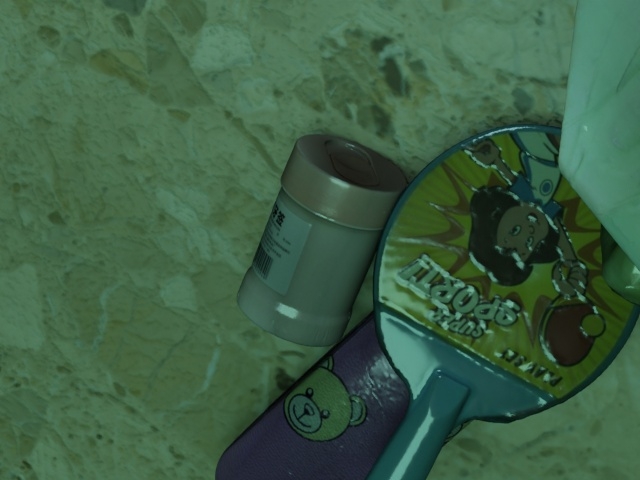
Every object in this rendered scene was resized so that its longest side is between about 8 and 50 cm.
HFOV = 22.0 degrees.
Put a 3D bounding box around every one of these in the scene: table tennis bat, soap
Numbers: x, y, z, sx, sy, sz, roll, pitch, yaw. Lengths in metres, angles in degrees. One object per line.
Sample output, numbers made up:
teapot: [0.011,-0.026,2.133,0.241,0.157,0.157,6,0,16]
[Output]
table tennis bat: [0.131,0.063,1.307,0.215,0.044,0.329,29,91,-5]
soap: [0.254,-0.039,0.945,0.289,0.095,0.173,54,130,15]

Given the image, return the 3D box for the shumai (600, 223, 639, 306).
shumai: [0.350,-0.058,1.097,0.348,0.395,0.395,-30,97,21]

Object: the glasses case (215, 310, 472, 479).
glasses case: [0.039,0.148,1.401,0.123,0.076,0.316,45,112,-3]

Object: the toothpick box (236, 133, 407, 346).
toothpick box: [0.000,0.000,1.353,0.098,0.098,0.149,25,113,7]
